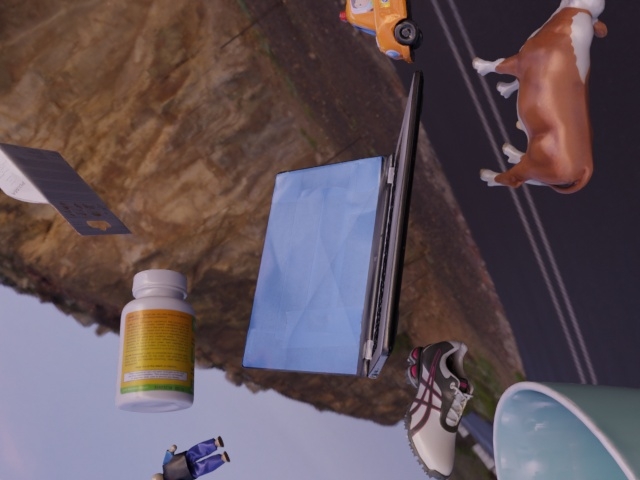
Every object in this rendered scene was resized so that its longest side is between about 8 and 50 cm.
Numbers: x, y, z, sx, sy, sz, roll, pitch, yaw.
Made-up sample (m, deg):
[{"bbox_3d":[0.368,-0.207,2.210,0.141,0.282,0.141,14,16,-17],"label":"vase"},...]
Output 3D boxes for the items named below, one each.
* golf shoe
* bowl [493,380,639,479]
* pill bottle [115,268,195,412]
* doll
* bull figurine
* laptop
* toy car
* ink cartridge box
[{"bbox_3d":[0.232,0.317,1.215,0.105,0.120,0.272,28,-133,-33],"label":"golf shoe"},{"bbox_3d":[0.301,0.260,0.567,0.311,0.163,0.311,167,90,-80],"label":"bowl"},{"bbox_3d":[-0.301,0.185,1.168,0.136,0.137,0.245,51,-147,-62],"label":"pill bottle"},{"bbox_3d":[-0.309,0.533,1.474,0.046,0.189,0.129,72,174,-79],"label":"doll"},{"bbox_3d":[0.328,-0.219,0.934,0.101,0.310,0.188,6,172,-34],"label":"bull figurine"},{"bbox_3d":[0.000,0.000,0.969,0.408,0.237,0.381,88,-170,-72],"label":"laptop"},{"bbox_3d":[0.037,-0.136,0.352,0.122,0.041,0.060,-70,-27,-59],"label":"toy car"},{"bbox_3d":[-0.464,-0.074,1.120,0.224,0.056,0.181,48,-170,6],"label":"ink cartridge box"}]
